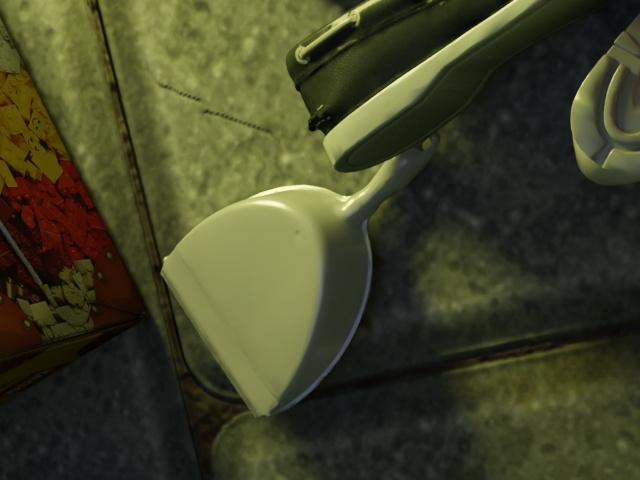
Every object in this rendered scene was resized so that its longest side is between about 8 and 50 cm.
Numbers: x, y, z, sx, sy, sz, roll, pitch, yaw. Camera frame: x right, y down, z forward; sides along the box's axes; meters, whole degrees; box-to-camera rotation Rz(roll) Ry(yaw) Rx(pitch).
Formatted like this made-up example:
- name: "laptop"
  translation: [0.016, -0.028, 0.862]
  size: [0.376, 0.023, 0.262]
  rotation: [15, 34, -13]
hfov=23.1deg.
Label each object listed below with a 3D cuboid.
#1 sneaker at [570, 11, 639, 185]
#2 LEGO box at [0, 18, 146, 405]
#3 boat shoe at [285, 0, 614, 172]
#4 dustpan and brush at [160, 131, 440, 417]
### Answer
- name: "sneaker"
  translation: [0.233, -0.127, 0.910]
  size: [0.235, 0.095, 0.090]
  rotation: [-44, 76, 2]
- name: "LEGO box"
  translation: [-0.439, 0.018, 1.175]
  size: [0.500, 0.193, 0.372]
  rotation: [-30, 83, 25]
- name: "boat shoe"
  translation: [0.106, -0.157, 0.945]
  size: [0.302, 0.114, 0.091]
  rotation: [-33, 77, 17]
- name: "dustpan and brush"
  translation: [0.000, 0.000, 1.051]
  size: [0.211, 0.060, 0.147]
  rotation: [-49, 63, 28]
